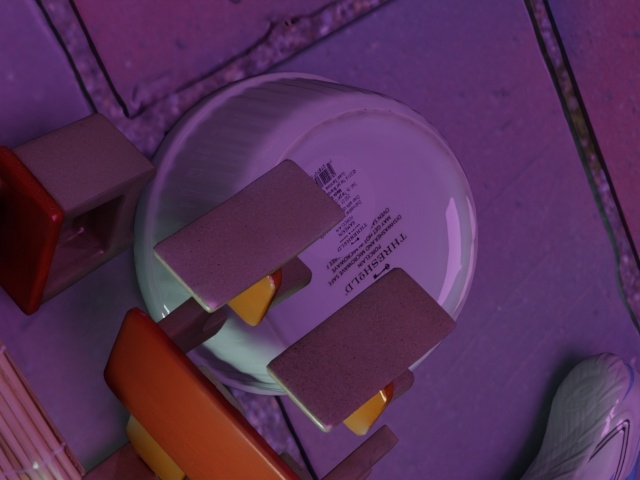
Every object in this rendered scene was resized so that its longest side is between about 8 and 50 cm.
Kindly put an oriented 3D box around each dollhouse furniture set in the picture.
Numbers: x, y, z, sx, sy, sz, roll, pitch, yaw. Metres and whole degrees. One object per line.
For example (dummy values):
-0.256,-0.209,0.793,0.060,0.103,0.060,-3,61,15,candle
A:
-0.092,0.068,0.739,0.259,0.262,0.135,45,53,14,dollhouse furniture set

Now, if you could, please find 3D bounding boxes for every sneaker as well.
0.174,0.194,1.006,0.086,0.085,0.237,40,75,-24,sneaker

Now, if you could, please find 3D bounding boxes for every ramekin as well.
0.000,0.000,0.863,0.207,0.109,0.207,-4,97,-32,ramekin

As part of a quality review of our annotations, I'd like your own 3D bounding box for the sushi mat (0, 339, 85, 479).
-0.254,0.023,0.688,0.151,0.019,0.316,-19,118,13,sushi mat
